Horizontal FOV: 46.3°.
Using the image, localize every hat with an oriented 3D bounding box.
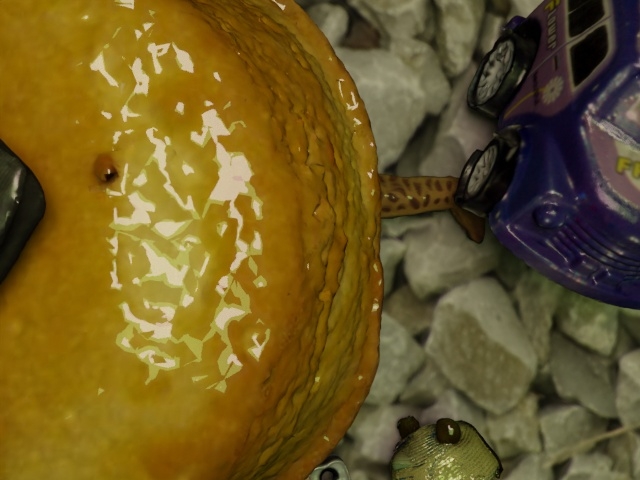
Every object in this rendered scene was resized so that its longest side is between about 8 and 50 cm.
[{"bbox_3d":[0.085,0.158,0.546,0.076,0.077,0.059,-27,90,-8],"label":"hat"}]

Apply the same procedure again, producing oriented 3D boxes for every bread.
[{"bbox_3d":[-0.142,0.012,0.427,0.337,0.204,0.358,-1,95,20],"label":"bread"}]

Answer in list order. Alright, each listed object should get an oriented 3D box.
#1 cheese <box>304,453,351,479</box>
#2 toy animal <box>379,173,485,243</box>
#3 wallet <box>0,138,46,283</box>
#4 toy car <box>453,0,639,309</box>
[{"bbox_3d":[0.025,0.246,0.548,0.092,0.047,0.171,-39,93,-11],"label":"cheese"},{"bbox_3d":[-0.005,-0.009,0.558,0.276,0.054,0.149,-30,94,-9],"label":"toy animal"},{"bbox_3d":[-0.234,0.028,0.332,0.169,0.052,0.245,39,98,17],"label":"wallet"},{"bbox_3d":[0.209,-0.081,0.513,0.172,0.158,0.235,22,59,-11],"label":"toy car"}]
